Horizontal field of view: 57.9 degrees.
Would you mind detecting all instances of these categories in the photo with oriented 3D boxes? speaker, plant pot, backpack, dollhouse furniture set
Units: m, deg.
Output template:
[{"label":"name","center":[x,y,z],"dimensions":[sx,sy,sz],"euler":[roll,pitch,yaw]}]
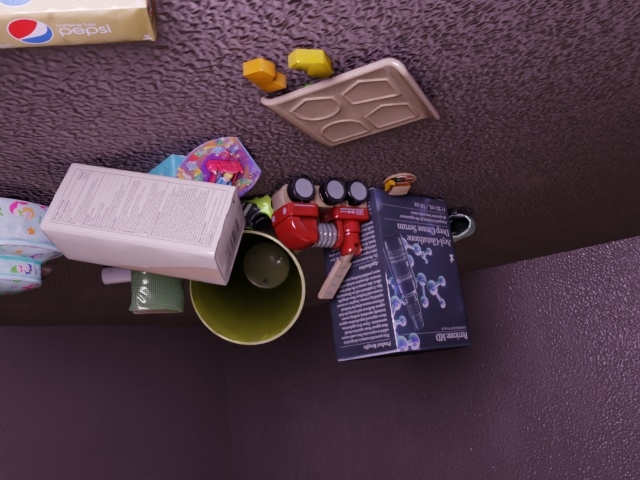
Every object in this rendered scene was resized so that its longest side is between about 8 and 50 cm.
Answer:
[{"label":"speaker","center":[-0.624,0.106,1.847],"dimensions":[0.136,0.055,0.055],"euler":[-7,167,-3]},{"label":"plant pot","center":[-0.159,0.092,1.492],"dimensions":[0.274,0.275,0.293],"euler":[-9,-173,6]},{"label":"backpack","center":[-0.653,0.009,1.167],"dimensions":[0.253,0.191,0.225],"euler":[-20,161,27]},{"label":"dollhouse furniture set","center":[-0.366,0.095,1.621],"dimensions":[0.301,0.198,0.151],"euler":[3,165,-38]}]

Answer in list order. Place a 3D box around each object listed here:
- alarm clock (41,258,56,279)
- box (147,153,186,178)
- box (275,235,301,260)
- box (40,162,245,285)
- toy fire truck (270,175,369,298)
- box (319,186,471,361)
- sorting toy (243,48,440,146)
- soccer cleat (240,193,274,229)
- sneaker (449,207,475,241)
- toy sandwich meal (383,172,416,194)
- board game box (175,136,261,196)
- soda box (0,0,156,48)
[{"label":"alarm clock","center":[-0.665,0.028,1.352],"dimensions":[0.192,0.130,0.064],"euler":[-27,164,11]},{"label":"box","center":[-0.306,-0.095,1.155],"dimensions":[0.100,0.060,0.244],"euler":[5,162,-41]},{"label":"box","center":[-0.096,0.012,1.707],"dimensions":[0.063,0.067,0.324],"euler":[-3,167,-18]},{"label":"box","center":[-0.305,-0.029,1.027],"dimensions":[0.310,0.148,0.121],"euler":[10,151,8]},{"label":"toy fire truck","center":[0.000,0.000,1.310],"dimensions":[0.216,0.247,0.158],"euler":[1,164,-31]},{"label":"box","center":[0.188,0.094,1.487],"dimensions":[0.293,0.396,0.211],"euler":[4,163,-42]},{"label":"sorting toy","center":[0.032,-0.221,0.866],"dimensions":[0.228,0.041,0.307],"euler":[-8,167,25]},{"label":"soccer cleat","center":[-0.187,-0.058,1.344],"dimensions":[0.178,0.073,0.060],"euler":[-9,167,9]},{"label":"sneaker","center":[0.331,-0.022,1.721],"dimensions":[0.255,0.094,0.151],"euler":[-21,169,14]},{"label":"toy sandwich meal","center":[0.183,-0.130,1.335],"dimensions":[0.085,0.029,0.085],"euler":[-7,167,-2]},{"label":"board game box","center":[-0.178,-0.110,1.049],"dimensions":[0.133,0.033,0.169],"euler":[-32,147,1]},{"label":"soda box","center":[-0.261,-0.237,0.579],"dimensions":[0.181,0.062,0.058],"euler":[-6,166,-7]}]
